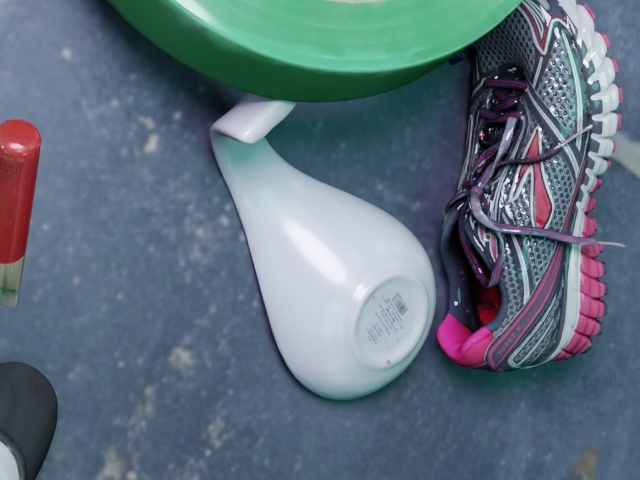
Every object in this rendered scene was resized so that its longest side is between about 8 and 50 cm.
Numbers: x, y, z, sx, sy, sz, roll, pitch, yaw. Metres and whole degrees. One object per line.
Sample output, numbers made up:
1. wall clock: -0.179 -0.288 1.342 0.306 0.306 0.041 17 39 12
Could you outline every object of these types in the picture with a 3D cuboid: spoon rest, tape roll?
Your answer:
1. spoon rest: 0.000 0.000 0.997 0.137 0.084 0.276 -44 131 -19
2. tape roll: -0.004 -0.247 0.881 0.321 0.077 0.321 4 79 -19

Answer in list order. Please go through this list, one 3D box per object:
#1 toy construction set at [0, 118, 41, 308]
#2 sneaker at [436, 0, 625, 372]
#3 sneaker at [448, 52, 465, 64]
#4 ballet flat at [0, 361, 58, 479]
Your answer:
1. toy construction set: -0.305 0.036 0.735 0.309 0.257 0.237 -1 142 -17
2. sneaker: 0.144 -0.047 1.048 0.112 0.121 0.299 -10 102 -30
3. sneaker: 0.062 -0.232 1.012 0.098 0.083 0.224 -4 90 -68
4. ballet flat: -0.250 0.182 0.837 0.280 0.096 0.095 -43 117 -21
